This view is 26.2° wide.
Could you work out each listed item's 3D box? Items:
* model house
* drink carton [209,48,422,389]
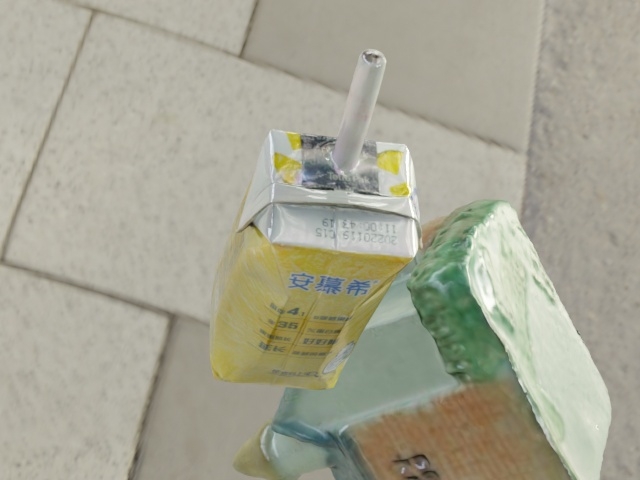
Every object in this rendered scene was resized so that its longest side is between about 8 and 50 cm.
[{"bbox_3d":[0.063,0.142,1.265,0.267,0.324,0.194,61,26,-16],"label":"model house"},{"bbox_3d":[0.000,0.000,0.626,0.084,0.200,0.075,7,60,-11],"label":"drink carton"}]
